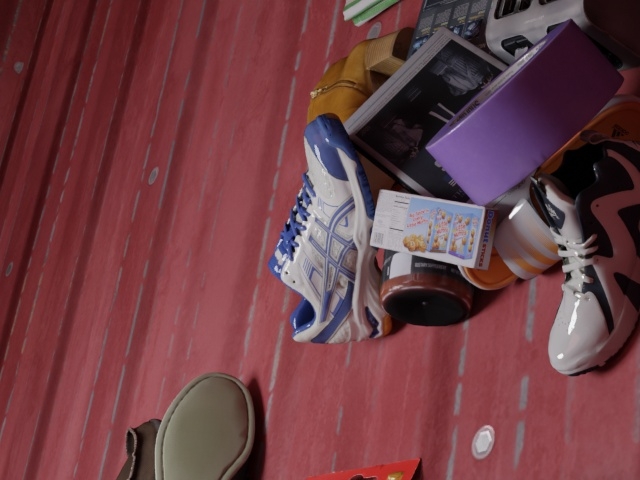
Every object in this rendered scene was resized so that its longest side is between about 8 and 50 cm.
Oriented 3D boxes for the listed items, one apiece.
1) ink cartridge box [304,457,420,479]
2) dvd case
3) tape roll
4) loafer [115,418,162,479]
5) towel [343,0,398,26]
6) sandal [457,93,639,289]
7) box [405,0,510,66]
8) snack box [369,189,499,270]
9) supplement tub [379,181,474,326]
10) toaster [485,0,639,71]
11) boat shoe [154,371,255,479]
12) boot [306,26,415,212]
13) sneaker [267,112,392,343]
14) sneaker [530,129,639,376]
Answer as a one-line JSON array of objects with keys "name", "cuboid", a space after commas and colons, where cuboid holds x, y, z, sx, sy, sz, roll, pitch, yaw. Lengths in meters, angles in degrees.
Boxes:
[{"name": "ink cartridge box", "cuboid": [-0.009, 0.312, 1.472, 0.181, 0.056, 0.224, -17, 31, 39]}, {"name": "dvd case", "cuboid": [0.150, -0.127, 1.525, 0.179, 0.029, 0.239, -45, 45, -4]}, {"name": "tape roll", "cuboid": [0.198, -0.124, 1.335, 0.189, 0.080, 0.189, -43, 4, 4]}, {"name": "loafer", "cuboid": [-0.263, 0.386, 1.834, 0.366, 0.130, 0.134, -93, 8, -50]}, {"name": "towel", "cuboid": [0.138, -0.484, 1.959, 0.248, 0.038, 0.325, -25, 47, 50]}, {"name": "sandal", "cuboid": [0.236, -0.036, 1.382, 0.265, 0.102, 0.076, -49, 30, 26]}, {"name": "box", "cuboid": [0.203, -0.272, 1.659, 0.233, 0.059, 0.183, -7, 63, 58]}, {"name": "snack box", "cuboid": [0.116, -0.013, 1.438, 0.178, 0.022, 0.064, 13, 93, 55]}, {"name": "supplement tub", "cuboid": [0.125, -0.009, 1.550, 0.106, 0.106, 0.198, -30, 45, 48]}, {"name": "toaster", "cuboid": [0.282, -0.271, 1.471, 0.168, 0.110, 0.185, -5, 65, 58]}, {"name": "boat shoe", "cuboid": [-0.157, 0.330, 1.776, 0.113, 0.127, 0.340, 102, 171, -47]}, {"name": "boot", "cuboid": [0.039, -0.134, 1.815, 0.211, 0.104, 0.295, -24, 45, 59]}, {"name": "sneaker", "cuboid": [0.000, 0.000, 1.576, 0.112, 0.131, 0.296, -106, 5, -62]}, {"name": "sneaker", "cuboid": [0.240, 0.002, 1.291, 0.235, 0.153, 0.094, -61, 27, 9]}]
